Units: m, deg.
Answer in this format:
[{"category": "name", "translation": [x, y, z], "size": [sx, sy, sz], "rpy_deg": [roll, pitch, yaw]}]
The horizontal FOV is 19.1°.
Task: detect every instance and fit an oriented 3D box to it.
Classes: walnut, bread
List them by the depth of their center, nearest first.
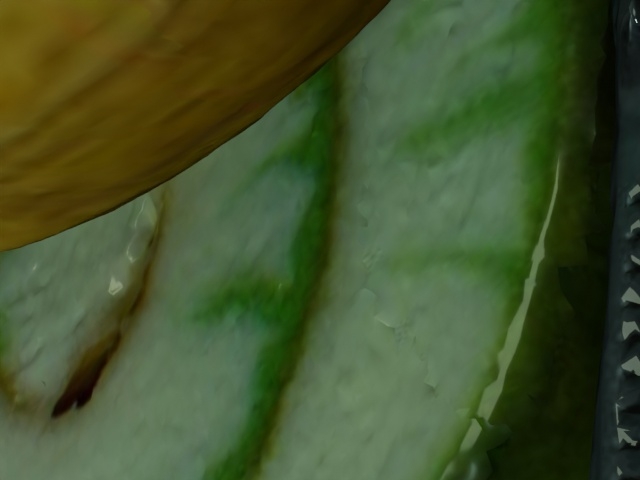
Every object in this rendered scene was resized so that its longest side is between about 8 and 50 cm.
[{"category": "walnut", "translation": [-0.066, -0.114, 0.472], "size": [0.336, 0.209, 0.209], "rpy_deg": [-47, 41, 26]}, {"category": "bread", "translation": [0.000, 0.000, 0.610], "size": [0.366, 0.129, 0.382], "rpy_deg": [-57, 38, 18]}]

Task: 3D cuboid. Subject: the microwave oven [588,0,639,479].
[{"category": "microwave oven", "translation": [0.161, 0.056, 0.306], "size": [0.237, 0.181, 0.295], "rpy_deg": [-15, 64, 51]}]
